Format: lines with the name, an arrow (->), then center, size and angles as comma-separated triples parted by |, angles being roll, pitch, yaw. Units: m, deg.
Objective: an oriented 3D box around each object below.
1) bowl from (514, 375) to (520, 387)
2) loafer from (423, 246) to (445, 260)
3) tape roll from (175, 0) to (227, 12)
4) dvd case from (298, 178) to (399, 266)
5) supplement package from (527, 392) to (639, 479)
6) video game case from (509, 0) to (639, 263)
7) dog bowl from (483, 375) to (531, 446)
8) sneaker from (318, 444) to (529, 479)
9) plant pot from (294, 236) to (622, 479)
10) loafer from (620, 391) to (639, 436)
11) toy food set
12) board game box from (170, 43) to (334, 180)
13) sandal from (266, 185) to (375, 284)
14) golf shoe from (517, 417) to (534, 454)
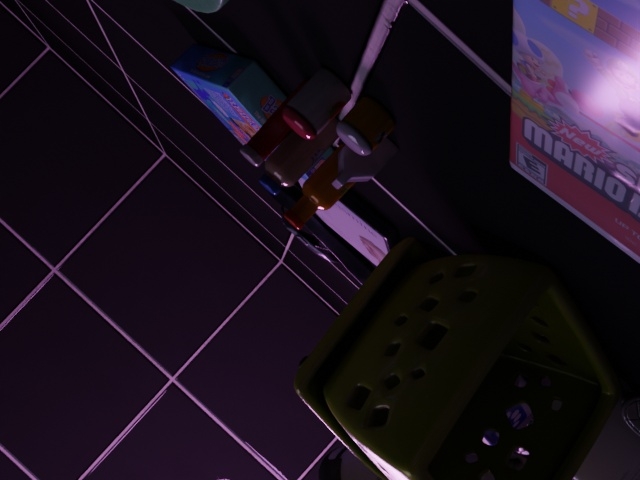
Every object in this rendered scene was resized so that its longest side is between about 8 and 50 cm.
bowl -> 0.198, 0.170, 1.230 | 0.080, 0.170, 0.170 | 2, 144, 46
loafer -> 0.144, 0.056, 1.128 | 0.061, 0.062, 0.170 | 43, 175, -33
tape roll -> -0.155, -0.287, 0.616 | 0.321, 0.077, 0.321 | 41, 173, 6
dvd case -> 0.043, -0.028, 1.361 | 0.180, 0.022, 0.253 | 41, 173, 17
supplement package -> 0.315, 0.233, 1.046 | 0.179, 0.105, 0.105 | 41, 173, 18
video game case -> 0.177, -0.038, 0.470 | 0.204, 0.025, 0.285 | 41, 173, 19
dog bowl -> 0.205, 0.202, 1.523 | 0.265, 0.104, 0.265 | 42, 173, 6
sneaker -> 0.223, 0.281, 1.173 | 0.447, 0.257, 0.169 | 17, -132, -40
plant pot -> 0.122, 0.143, 0.945 | 0.207, 0.227, 0.228 | 22, 158, 46
loafer -> 0.344, 0.199, 0.968 | 0.125, 0.045, 0.039 | 50, -170, -3
toy food set -> -0.007, -0.082, 0.934 | 0.111, 0.104, 0.232 | 43, 174, -3
board game box -> -0.082, -0.155, 1.166 | 0.160, 0.047, 0.210 | 47, 173, -30
sandal -> 0.000, 0.001, 1.555 | 0.254, 0.054, 0.097 | 45, -170, -22
golf shoe -> 0.384, 0.343, 1.560 | 0.094, 0.077, 0.198 | 21, 167, 44
